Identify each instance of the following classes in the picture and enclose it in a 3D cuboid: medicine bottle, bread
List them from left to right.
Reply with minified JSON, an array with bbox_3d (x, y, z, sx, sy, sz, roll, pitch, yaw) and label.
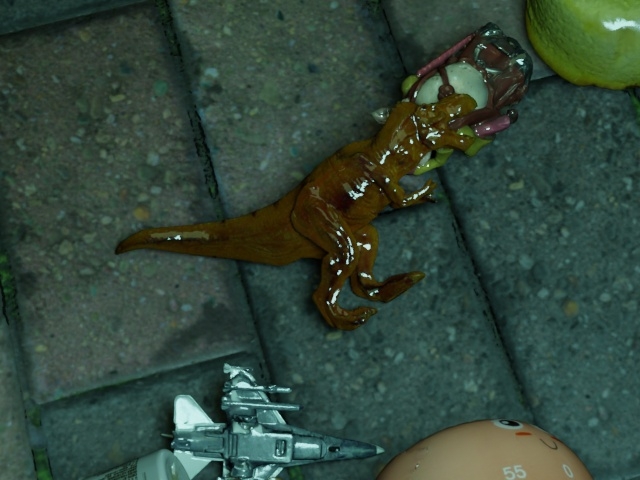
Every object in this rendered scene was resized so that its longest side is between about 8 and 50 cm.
[{"bbox_3d":[-0.200,0.265,1.514,0.140,0.079,0.079,-23,60,10],"label":"medicine bottle"},{"bbox_3d":[0.370,-0.296,1.789,0.269,0.148,0.270,0,64,0],"label":"bread"}]

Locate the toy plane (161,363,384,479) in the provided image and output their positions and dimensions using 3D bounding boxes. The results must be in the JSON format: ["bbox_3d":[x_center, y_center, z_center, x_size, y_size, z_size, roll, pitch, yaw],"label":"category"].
[{"bbox_3d":[-0.053,0.208,1.555,0.234,0.082,0.160,3,87,5],"label":"toy plane"}]

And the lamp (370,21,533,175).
[{"bbox_3d":[0.128,-0.139,1.728,0.253,0.118,0.118,-36,65,-19],"label":"lamp"}]

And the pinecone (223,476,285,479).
[{"bbox_3d":[-0.043,0.333,1.432,0.185,0.169,0.212,-27,49,3],"label":"pinecone"}]

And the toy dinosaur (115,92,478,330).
[{"bbox_3d":[0.000,0.000,1.648,0.432,0.097,0.208,-27,84,6],"label":"toy dinosaur"}]

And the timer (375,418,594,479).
[{"bbox_3d":[0.156,0.281,1.418,0.229,0.230,0.215,-19,56,-9],"label":"timer"}]
